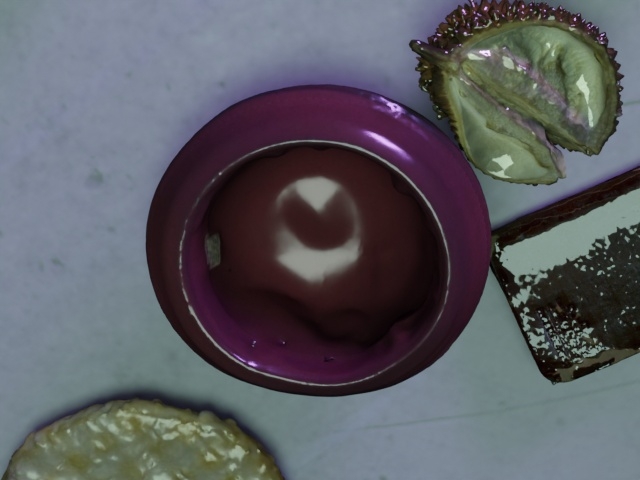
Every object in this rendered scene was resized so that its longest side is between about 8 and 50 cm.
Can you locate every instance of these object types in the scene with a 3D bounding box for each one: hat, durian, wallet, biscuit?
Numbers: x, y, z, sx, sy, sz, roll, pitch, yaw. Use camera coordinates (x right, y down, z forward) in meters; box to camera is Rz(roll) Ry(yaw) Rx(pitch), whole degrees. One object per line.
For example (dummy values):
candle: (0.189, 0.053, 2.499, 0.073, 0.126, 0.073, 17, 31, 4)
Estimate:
hat: (0.000, 0.000, 0.738, 0.206, 0.089, 0.205, 2, 109, 5)
durian: (0.104, -0.097, 0.708, 0.140, 0.071, 0.110, 22, 116, -25)
wallet: (0.229, 0.003, 0.767, 0.232, 0.031, 0.121, -25, 106, 8)
biscuit: (-0.118, 0.203, 0.846, 0.220, 0.033, 0.219, 1, 113, 1)
